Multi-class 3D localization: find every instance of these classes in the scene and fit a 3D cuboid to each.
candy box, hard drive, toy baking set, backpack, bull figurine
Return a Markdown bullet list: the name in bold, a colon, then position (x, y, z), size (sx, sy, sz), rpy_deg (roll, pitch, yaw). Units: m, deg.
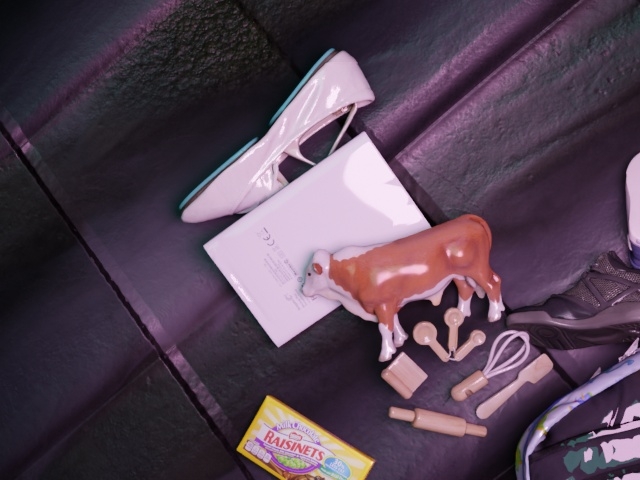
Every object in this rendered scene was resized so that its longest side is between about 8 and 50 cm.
- **candy box**: position (-0.025, 0.348, 1.260), size (0.206, 0.027, 0.105), rpy_deg (28, 84, 16)
- **hard drive**: position (0.000, 0.000, 1.272), size (0.319, 0.040, 0.210), rpy_deg (-35, 97, 5)
- **toy baking set**: position (0.223, 0.210, 1.179), size (0.256, 0.030, 0.196), rpy_deg (19, 102, -13)
- **backpack**: position (0.447, 0.295, 1.064), size (0.356, 0.273, 0.290), rpy_deg (-28, 84, -9)
- **bull figurine**: position (0.129, 0.068, 1.206), size (0.311, 0.101, 0.188), rpy_deg (-19, 94, 2)

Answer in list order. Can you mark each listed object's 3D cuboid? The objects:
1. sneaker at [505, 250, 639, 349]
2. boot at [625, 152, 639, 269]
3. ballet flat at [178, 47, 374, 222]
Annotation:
- **sneaker**: position (0.398, 0.092, 1.184), size (0.228, 0.087, 0.130), rpy_deg (-13, 45, 32)
- **boot**: position (0.498, -0.047, 1.194), size (0.069, 0.086, 0.190), rpy_deg (9, 54, 22)
- **ballet flat**: position (-0.064, -0.146, 1.312), size (0.400, 0.139, 0.139), rpy_deg (-46, 74, 1)
